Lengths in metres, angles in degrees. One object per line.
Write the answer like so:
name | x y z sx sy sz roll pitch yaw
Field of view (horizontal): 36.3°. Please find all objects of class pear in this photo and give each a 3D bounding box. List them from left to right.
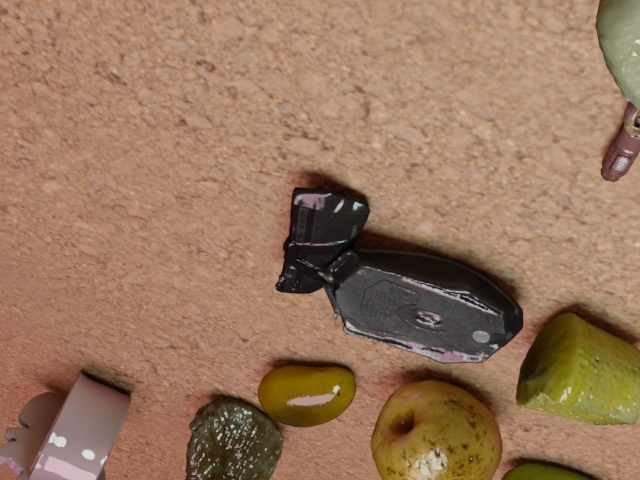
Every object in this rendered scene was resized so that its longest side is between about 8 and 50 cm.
pear | 0.155 0.271 1.274 0.178 0.178 0.178 15 147 10

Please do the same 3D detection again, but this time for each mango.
mango | -0.018 0.217 1.382 0.161 0.076 0.103 -18 125 34
mango | 0.338 0.374 1.388 0.163 0.089 0.117 25 147 -4

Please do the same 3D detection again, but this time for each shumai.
shumai | -0.152 0.333 1.615 0.184 0.184 0.142 36 174 -22

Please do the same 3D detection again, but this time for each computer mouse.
computer mouse | 0.111 0.062 1.076 0.231 0.071 0.126 14 136 6

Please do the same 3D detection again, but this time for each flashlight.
flashlight | 0.260 -0.084 0.814 0.052 0.031 0.110 18 147 5

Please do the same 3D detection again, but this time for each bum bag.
bum bag | 0.000 0.000 1.076 0.087 0.049 0.197 3 145 -7

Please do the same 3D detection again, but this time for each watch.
watch | -0.432 0.324 1.680 0.196 0.244 0.231 25 126 -10

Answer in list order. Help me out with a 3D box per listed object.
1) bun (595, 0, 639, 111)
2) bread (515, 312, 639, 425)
bun | 0.282 -0.148 0.630 0.195 0.118 0.195 21 149 13
bread | 0.283 0.144 1.065 0.114 0.111 0.129 23 168 -11
